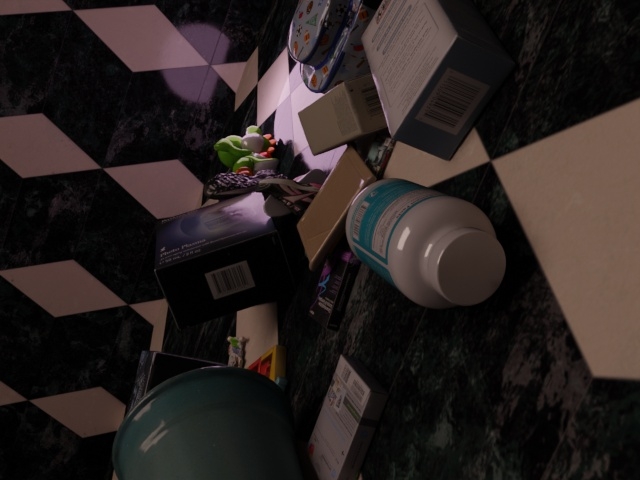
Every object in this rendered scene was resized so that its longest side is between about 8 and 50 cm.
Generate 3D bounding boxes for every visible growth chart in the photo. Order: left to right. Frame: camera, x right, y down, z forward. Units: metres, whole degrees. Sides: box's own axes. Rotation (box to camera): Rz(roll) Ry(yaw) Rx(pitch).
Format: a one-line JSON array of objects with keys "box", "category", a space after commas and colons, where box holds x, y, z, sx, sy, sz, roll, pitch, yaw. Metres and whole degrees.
[{"box": [-0.247, 0.375, 1.747, 0.172, 0.021, 0.237, 149, 133, -62], "category": "growth chart"}]

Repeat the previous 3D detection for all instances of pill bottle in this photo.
[{"box": [0.139, 0.003, 0.855, 0.146, 0.146, 0.264, -69, 20, 8], "category": "pill bottle"}]

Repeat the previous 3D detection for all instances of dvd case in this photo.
[{"box": [0.109, -0.152, 1.262, 0.087, 0.013, 0.119, -137, 65, -68], "category": "dvd case"}]

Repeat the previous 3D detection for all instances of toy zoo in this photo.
[{"box": [-0.140, 0.362, 1.460, 0.293, 0.030, 0.192, -45, 33, 51], "category": "toy zoo"}]

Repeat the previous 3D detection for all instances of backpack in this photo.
[{"box": [0.045, -0.455, 1.431, 0.276, 0.213, 0.263, -111, 32, -56], "category": "backpack"}]

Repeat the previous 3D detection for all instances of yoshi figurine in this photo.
[{"box": [-0.258, -0.238, 2.056, 0.362, 0.203, 0.203, -92, 21, -50], "category": "yoshi figurine"}]

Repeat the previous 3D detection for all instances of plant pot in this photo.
[{"box": [-0.156, 0.443, 1.046, 0.341, 0.341, 0.334, -67, 28, 15], "category": "plant pot"}]

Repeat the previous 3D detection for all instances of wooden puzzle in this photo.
[{"box": [0.032, -0.070, 1.291, 0.221, 0.044, 0.239, -56, 19, 17], "category": "wooden puzzle"}]

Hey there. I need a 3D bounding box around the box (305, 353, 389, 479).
[{"box": [0.039, 0.300, 1.029, 0.186, 0.038, 0.145, -69, 20, 5], "category": "box"}]

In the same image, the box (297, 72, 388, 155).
[{"box": [0.051, -0.260, 1.330, 0.275, 0.094, 0.113, 0, 111, 69], "category": "box"}]

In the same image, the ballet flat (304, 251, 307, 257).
[{"box": [0.000, 0.000, 1.389, 0.114, 0.041, 0.041, -45, 33, 50], "category": "ballet flat"}]

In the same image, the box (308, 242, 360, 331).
[{"box": [0.027, 0.088, 1.252, 0.116, 0.029, 0.162, -160, 86, -70], "category": "box"}]

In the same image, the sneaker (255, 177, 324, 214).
[{"box": [-0.062, -0.098, 1.445, 0.072, 0.178, 0.077, 67, -149, -89], "category": "sneaker"}]

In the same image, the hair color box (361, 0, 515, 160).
[{"box": [0.180, -0.325, 1.075, 0.185, 0.113, 0.374, -58, 25, 34], "category": "hair color box"}]

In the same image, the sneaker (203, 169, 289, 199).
[{"box": [-0.201, -0.129, 1.753, 0.100, 0.271, 0.108, 35, 120, 38], "category": "sneaker"}]

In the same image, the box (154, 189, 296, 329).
[{"box": [-0.244, 0.034, 1.571, 0.294, 0.296, 0.183, -119, 12, -64], "category": "box"}]

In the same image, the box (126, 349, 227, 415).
[{"box": [-0.436, 0.482, 1.843, 0.395, 0.212, 0.294, 154, 128, -68], "category": "box"}]

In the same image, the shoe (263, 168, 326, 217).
[{"box": [-0.068, -0.109, 1.531, 0.178, 0.063, 0.081, -36, 6, -18], "category": "shoe"}]
